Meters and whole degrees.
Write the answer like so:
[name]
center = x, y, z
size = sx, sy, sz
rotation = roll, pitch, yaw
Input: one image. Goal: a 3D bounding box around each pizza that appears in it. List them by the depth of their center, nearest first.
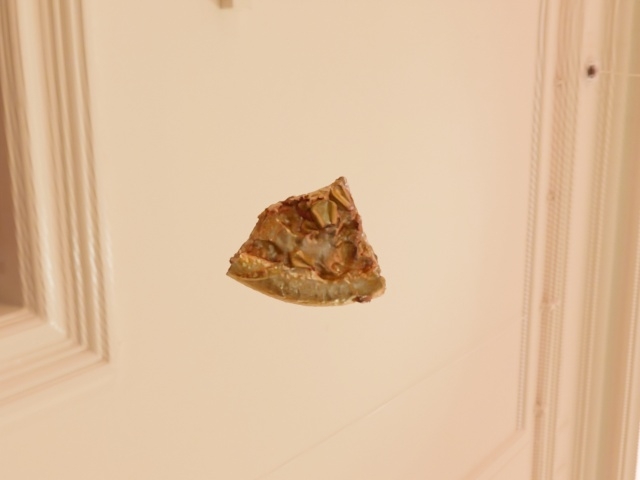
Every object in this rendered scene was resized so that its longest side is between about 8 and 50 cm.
[pizza]
center = 0.000, 0.000, 0.970
size = 0.182, 0.062, 0.161
rotation = 20, -98, -3
